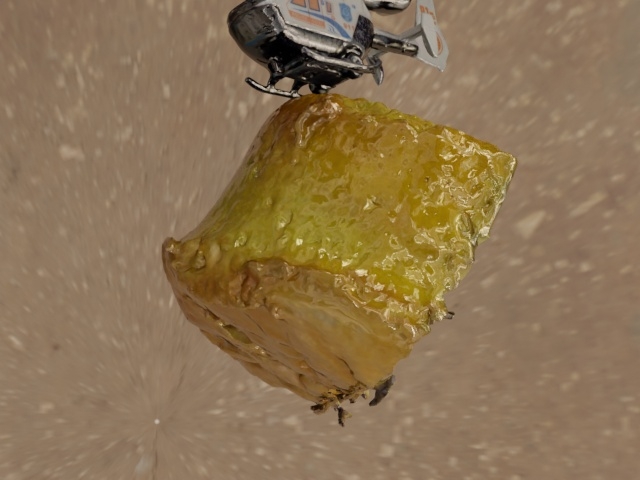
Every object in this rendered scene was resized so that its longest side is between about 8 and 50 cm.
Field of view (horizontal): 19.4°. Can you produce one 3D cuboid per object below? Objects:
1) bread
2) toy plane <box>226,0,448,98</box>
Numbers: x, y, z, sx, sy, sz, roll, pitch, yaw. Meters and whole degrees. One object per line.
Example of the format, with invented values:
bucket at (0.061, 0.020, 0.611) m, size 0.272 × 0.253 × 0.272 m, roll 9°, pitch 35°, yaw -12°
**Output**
bread at (-0.001, 0.002, 1.038) m, size 0.147 × 0.260 × 0.160 m, roll 32°, pitch 84°, yaw -2°
toy plane at (0.011, -0.122, 1.079) m, size 0.197 × 0.053 × 0.078 m, roll 6°, pitch 68°, yaw -45°
